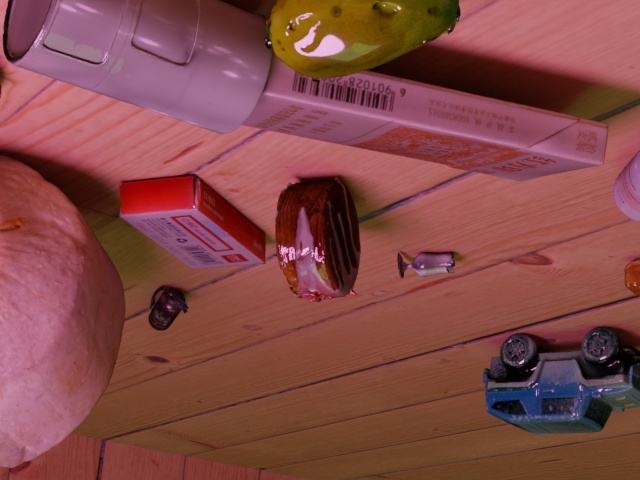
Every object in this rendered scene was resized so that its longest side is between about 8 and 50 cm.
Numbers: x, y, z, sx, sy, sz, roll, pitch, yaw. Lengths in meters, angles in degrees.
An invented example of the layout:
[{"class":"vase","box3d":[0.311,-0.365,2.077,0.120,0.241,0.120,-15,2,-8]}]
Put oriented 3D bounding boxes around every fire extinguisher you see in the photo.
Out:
[{"class":"fire extinguisher","box3d":[-0.258,0.113,2.171,0.064,0.043,0.158,49,155,3]}]

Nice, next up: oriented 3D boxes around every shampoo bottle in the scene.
[{"class":"shampoo bottle","box3d":[0.388,-0.081,1.443,0.074,0.074,0.192,6,161,-4]}]

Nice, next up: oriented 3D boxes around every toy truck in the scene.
[{"class":"toy truck","box3d":[0.428,0.246,2.221,0.278,0.156,0.155,-7,157,32]}]

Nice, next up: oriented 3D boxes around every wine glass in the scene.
[{"class":"wine glass","box3d":[0.154,0.033,1.871,0.083,0.042,0.039,-5,-164,17]}]

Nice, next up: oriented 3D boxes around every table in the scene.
[{"class":"table","box3d":[-0.168,-0.189,1.196,0.220,0.126,0.126,18,156,-31]}]

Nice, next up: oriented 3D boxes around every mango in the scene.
[{"class":"mango","box3d":[0.036,-0.203,1.162,0.178,0.100,0.119,-10,-172,15]}]

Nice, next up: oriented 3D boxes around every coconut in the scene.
[{"class":"coconut","box3d":[-0.442,0.097,1.671,0.344,0.415,0.415,6,160,5]}]

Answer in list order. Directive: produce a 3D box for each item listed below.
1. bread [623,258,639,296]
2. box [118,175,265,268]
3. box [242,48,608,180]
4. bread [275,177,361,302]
[{"class":"bread","box3d":[0.495,0.048,1.809,0.132,0.053,0.074,-11,151,37]},{"class":"box","box3d":[-0.174,-0.022,1.770,0.123,0.050,0.229,-6,157,22]},{"class":"box","box3d":[0.094,-0.125,1.357,0.365,0.051,0.204,10,174,-15]},{"class":"bread","box3d":[0.000,0.000,1.640,0.073,0.160,0.160,-5,158,17]}]
